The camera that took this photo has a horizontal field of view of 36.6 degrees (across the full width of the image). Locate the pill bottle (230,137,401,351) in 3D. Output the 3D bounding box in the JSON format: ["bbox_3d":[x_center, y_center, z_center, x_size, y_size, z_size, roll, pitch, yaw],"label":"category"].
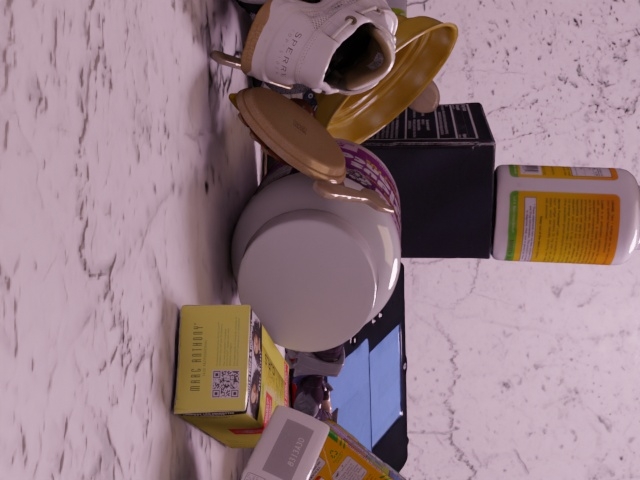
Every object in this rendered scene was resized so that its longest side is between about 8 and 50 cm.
[{"bbox_3d":[0.000,0.000,0.994,0.301,0.169,0.169,-75,164,-73],"label":"pill bottle"}]

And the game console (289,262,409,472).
[{"bbox_3d":[0.063,0.259,1.542,0.342,0.060,0.386,-28,121,-54],"label":"game console"}]

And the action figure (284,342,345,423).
[{"bbox_3d":[-0.019,0.196,1.207,0.185,0.099,0.285,-95,-175,-57],"label":"action figure"}]

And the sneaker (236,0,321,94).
[{"bbox_3d":[-0.035,-0.225,1.018,0.268,0.101,0.153,-69,161,-70],"label":"sneaker"}]

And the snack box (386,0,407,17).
[{"bbox_3d":[0.036,-0.379,1.398,0.070,0.175,0.207,-77,164,-81],"label":"snack box"}]

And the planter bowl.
[{"bbox_3d":[0.055,-0.209,1.160,0.090,0.217,0.217,49,-3,12],"label":"planter bowl"}]

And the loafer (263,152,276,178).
[{"bbox_3d":[-0.049,-0.106,1.175,0.039,0.045,0.125,49,43,-72],"label":"loafer"}]

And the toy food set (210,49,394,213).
[{"bbox_3d":[-0.027,-0.088,0.873,0.132,0.038,0.192,8,39,-55],"label":"toy food set"}]

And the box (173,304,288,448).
[{"bbox_3d":[-0.069,0.124,0.827,0.232,0.058,0.087,76,14,-70],"label":"box"}]

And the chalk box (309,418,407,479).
[{"bbox_3d":[0.013,0.284,1.060,0.132,0.132,0.213,-52,171,-5],"label":"chalk box"}]

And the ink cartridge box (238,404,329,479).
[{"bbox_3d":[-0.067,0.268,0.778,0.181,0.056,0.224,-61,174,-49],"label":"ink cartridge box"}]

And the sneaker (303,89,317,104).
[{"bbox_3d":[0.011,-0.317,1.643,0.282,0.153,0.099,59,6,5],"label":"sneaker"}]

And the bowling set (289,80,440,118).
[{"bbox_3d":[0.003,-0.241,1.299,0.287,0.200,0.154,49,9,-23],"label":"bowling set"}]

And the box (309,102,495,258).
[{"bbox_3d":[0.105,-0.096,1.460,0.296,0.294,0.182,-73,162,-70],"label":"box"}]

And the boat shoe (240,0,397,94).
[{"bbox_3d":[0.027,-0.182,0.936,0.277,0.096,0.098,-35,149,-59],"label":"boat shoe"}]

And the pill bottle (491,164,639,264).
[{"bbox_3d":[0.365,-0.034,1.351,0.136,0.246,0.136,3,90,-84],"label":"pill bottle"}]
